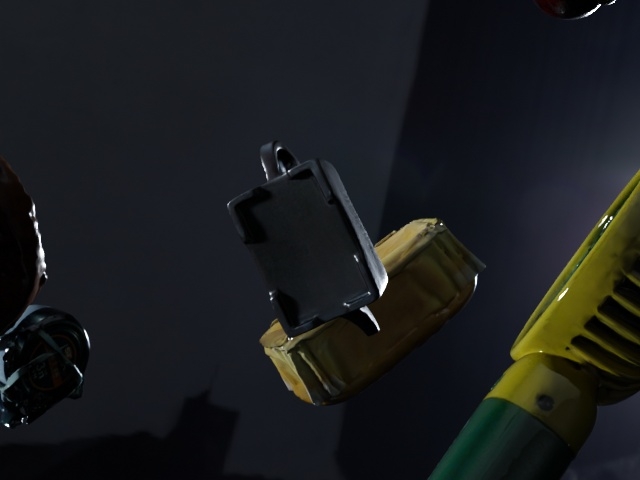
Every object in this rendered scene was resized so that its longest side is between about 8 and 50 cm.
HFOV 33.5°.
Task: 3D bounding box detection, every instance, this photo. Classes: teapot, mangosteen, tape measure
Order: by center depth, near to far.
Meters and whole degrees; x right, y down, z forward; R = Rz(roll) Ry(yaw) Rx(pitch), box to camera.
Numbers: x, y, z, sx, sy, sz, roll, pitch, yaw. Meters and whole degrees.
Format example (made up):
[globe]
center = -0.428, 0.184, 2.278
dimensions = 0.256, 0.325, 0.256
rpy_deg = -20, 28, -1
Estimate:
[teapot]
center = 0.000, 0.000, 0.858
dimensions = 0.087, 0.177, 0.096
rpy_deg = -26, 179, 21
[tape measure]
center = -0.240, 0.103, 0.912
dimensions = 0.054, 0.094, 0.091
rpy_deg = 16, -155, 36
[mangosteen]
center = 0.334, -0.346, 1.364
dimensions = 0.140, 0.140, 0.140
rpy_deg = 10, -175, -1

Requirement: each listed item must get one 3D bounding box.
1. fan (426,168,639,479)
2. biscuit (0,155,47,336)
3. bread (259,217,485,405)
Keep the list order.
[fan]
center = 0.077, 0.042, 0.326
dimensions = 0.039, 0.155, 0.082
rpy_deg = 37, 163, 9
[biscuit]
center = -0.287, -0.003, 0.752
dimensions = 0.192, 0.192, 0.049
rpy_deg = 10, -150, -2
[bread]
center = 0.057, 0.079, 1.170
dimensions = 0.241, 0.107, 0.136
rpy_deg = -37, -169, -11
